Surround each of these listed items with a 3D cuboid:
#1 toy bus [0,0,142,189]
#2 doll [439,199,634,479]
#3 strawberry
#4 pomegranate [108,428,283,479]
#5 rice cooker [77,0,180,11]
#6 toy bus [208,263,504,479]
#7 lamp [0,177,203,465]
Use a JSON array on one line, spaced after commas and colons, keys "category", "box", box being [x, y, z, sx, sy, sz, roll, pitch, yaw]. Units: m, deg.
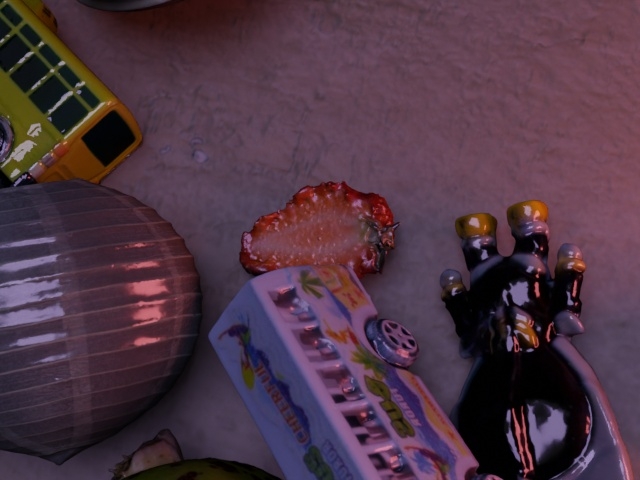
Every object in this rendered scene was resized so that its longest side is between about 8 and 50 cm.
[{"category": "toy bus", "box": [-0.298, -0.155, 1.161, 0.150, 0.128, 0.262, -43, 76, -6]}, {"category": "doll", "box": [0.164, 0.120, 1.040, 0.146, 0.103, 0.316, -6, 70, 1]}, {"category": "strawberry", "box": [0.001, 0.000, 1.124, 0.152, 0.048, 0.103, -4, 81, 23]}, {"category": "pomegranate", "box": [-0.107, 0.273, 0.974, 0.254, 0.254, 0.270, -27, 62, 0]}, {"category": "rice cooker", "box": [-0.161, -0.354, 1.114, 0.264, 0.317, 0.316, 5, 75, 33]}, {"category": "toy bus", "box": [0.041, 0.165, 0.982, 0.109, 0.136, 0.329, -52, 54, 28]}, {"category": "lamp", "box": [-0.229, 0.069, 1.041, 0.265, 0.233, 0.233, -8, 74, -13]}]
